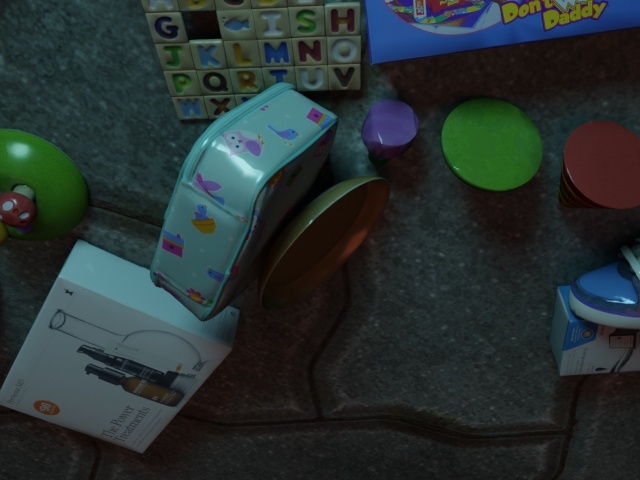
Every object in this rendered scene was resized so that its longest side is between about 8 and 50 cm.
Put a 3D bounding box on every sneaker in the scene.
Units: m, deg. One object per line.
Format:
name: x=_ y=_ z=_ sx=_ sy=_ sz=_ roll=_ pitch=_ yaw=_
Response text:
sneaker: x=0.505 y=-0.012 z=0.859 sx=0.323 sy=0.130 sz=0.236 roll=-7 pitch=120 yaw=13

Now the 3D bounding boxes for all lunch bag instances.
lunch bag: x=-0.092 y=-0.045 z=0.771 sx=0.108 sy=0.224 sz=0.279 roll=34 pitch=133 yaw=5

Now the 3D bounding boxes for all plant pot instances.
plant pot: x=0.000 y=0.000 z=0.840 sx=0.032 sy=0.236 sz=0.236 roll=44 pitch=129 yaw=17

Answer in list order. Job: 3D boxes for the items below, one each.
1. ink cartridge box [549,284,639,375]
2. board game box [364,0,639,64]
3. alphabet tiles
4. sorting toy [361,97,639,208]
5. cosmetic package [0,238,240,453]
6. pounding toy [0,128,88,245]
ink cartridge box: x=0.476 y=0.139 z=1.004 sx=0.191 sy=0.082 sz=0.139 roll=-4 pitch=130 yaw=7
board game box: x=0.208 y=-0.320 z=0.621 sx=0.347 sy=0.078 sz=0.233 roll=-6 pitch=130 yaw=7
alphabet tiles: x=-0.072 y=-0.219 z=0.733 sx=0.237 sy=0.009 sz=0.198 roll=-1 pitch=144 yaw=3
sorting toy: x=0.228 y=-0.096 z=0.820 sx=0.366 sy=0.127 sz=0.126 roll=9 pitch=160 yaw=-3
cosmetic package: x=-0.353 y=0.200 z=1.074 sx=0.284 sy=0.097 sz=0.377 roll=28 pitch=126 yaw=-17
pounding toy: x=-0.447 y=-0.053 z=0.848 sx=0.237 sy=0.110 sz=0.183 roll=15 pitch=129 yaw=-11
